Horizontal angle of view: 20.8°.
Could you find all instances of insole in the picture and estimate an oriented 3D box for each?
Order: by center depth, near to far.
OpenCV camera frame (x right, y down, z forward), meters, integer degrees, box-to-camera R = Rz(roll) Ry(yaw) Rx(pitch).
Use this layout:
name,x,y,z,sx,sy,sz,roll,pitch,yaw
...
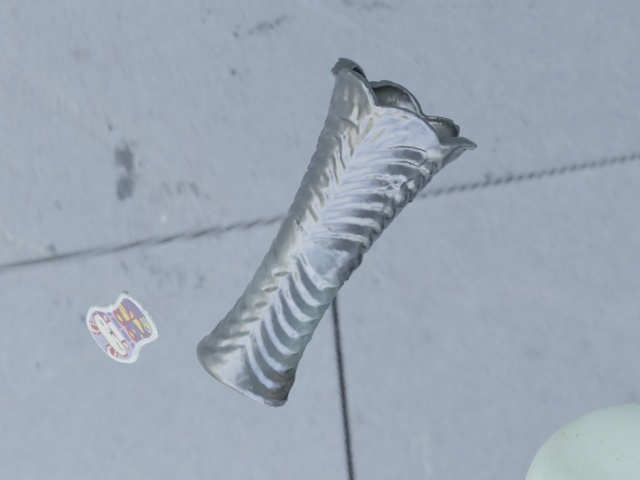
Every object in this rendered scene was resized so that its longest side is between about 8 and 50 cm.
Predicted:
name,x,y,z,sx,sy,sz,roll,pitch,yaw
insole,-0.181,0.081,1.586,0.004,0.197,0.065,-37,94,-22

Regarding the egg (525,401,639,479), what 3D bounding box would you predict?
name,x,y,z,sx,sy,sz,roll,pitch,yaw
egg,0.346,0.275,1.582,0.230,0.371,0.230,-17,116,-39

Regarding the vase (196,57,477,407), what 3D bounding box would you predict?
name,x,y,z,sx,sy,sz,roll,pitch,yaw
vase,0.000,0.000,1.232,0.115,0.115,0.237,27,103,-24
